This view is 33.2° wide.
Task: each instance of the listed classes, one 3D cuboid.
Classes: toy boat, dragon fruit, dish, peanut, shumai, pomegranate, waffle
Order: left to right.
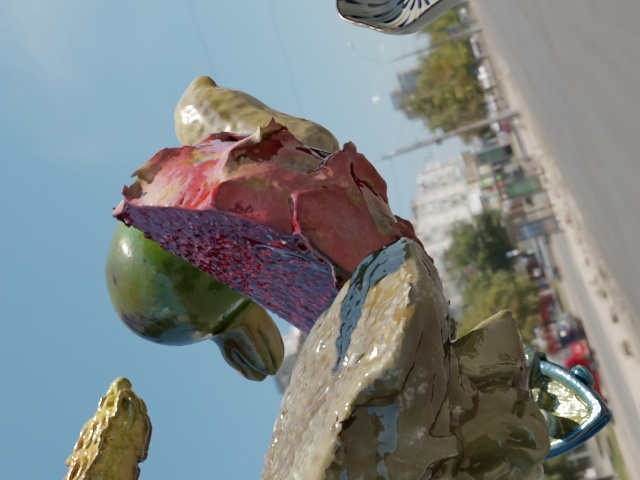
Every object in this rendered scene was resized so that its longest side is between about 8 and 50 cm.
[{"bbox_3d":[-0.258,0.303,1.152,0.065,0.309,0.283,22,-158,-13],"label":"waffle"},{"bbox_3d":[-0.150,0.058,1.207,0.159,0.189,0.241,-45,-53,-52],"label":"pomegranate"},{"bbox_3d":[-0.069,-0.099,1.061,0.214,0.099,0.099,34,168,31],"label":"peanut"},{"bbox_3d":[0.007,-0.010,0.759,0.274,0.126,0.161,33,161,-15],"label":"dragon fruit"},{"bbox_3d":[0.111,-0.309,1.267,0.066,0.190,0.191,39,-147,-49],"label":"dish"},{"bbox_3d":[0.054,0.105,0.612,0.161,0.152,0.210,-106,36,-62],"label":"shumai"},{"bbox_3d":[0.146,0.142,0.967,0.098,0.237,0.109,33,-116,-55],"label":"toy boat"}]
